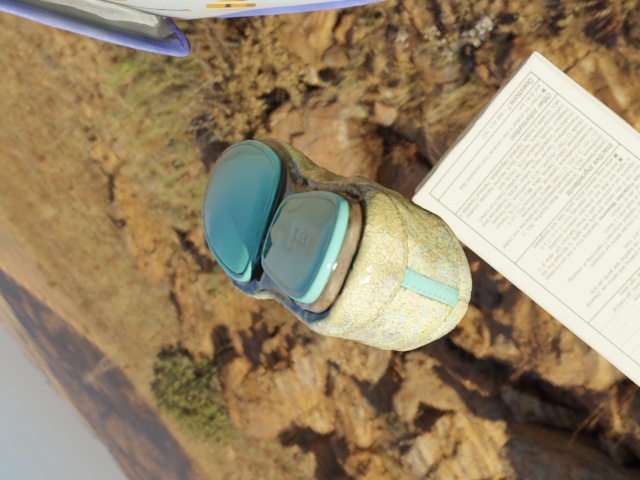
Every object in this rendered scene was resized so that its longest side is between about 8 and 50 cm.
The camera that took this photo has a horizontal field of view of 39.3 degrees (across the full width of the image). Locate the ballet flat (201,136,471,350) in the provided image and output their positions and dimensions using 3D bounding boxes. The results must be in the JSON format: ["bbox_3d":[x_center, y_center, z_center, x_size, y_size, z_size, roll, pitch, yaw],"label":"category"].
[{"bbox_3d":[0.000,0.000,0.648,0.123,0.123,0.348,56,170,-19],"label":"ballet flat"}]

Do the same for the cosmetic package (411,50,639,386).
[{"bbox_3d":[0.235,-0.002,0.728,0.296,0.153,0.129,41,-168,2],"label":"cosmetic package"}]

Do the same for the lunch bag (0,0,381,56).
[{"bbox_3d":[-0.161,-0.274,0.657,0.385,0.328,0.239,5,93,36],"label":"lunch bag"}]
